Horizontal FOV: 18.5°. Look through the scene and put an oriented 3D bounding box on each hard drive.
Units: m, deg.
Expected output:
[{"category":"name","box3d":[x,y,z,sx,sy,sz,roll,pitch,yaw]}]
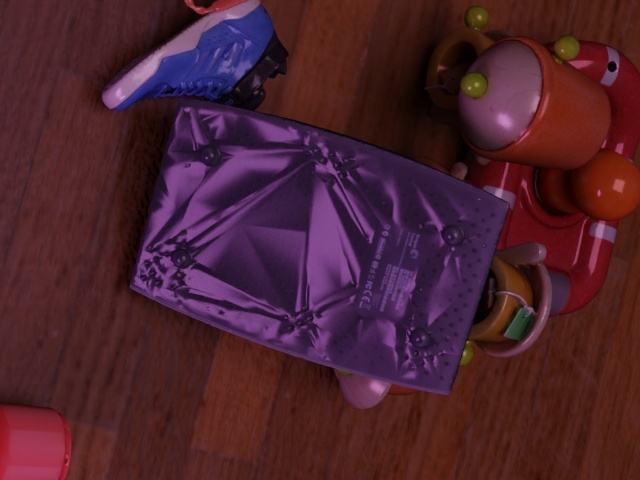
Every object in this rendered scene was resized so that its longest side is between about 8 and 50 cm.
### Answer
[{"category":"hard drive","box3d":[0.000,0.000,1.460,0.255,0.054,0.172,18,106,7]}]

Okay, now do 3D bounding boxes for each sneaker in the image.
[{"category":"sneaker","box3d":[-0.088,-0.120,1.488,0.152,0.058,0.084,-39,102,-29]}]

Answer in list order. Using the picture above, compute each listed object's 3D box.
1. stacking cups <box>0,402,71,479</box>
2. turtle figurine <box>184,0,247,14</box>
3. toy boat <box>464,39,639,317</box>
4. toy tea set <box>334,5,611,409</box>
[{"category":"stacking cups","box3d":[-0.326,0.130,1.355,0.316,0.096,0.096,4,91,-33]},{"category":"turtle figurine","box3d":[-0.059,-0.321,1.473,0.217,0.087,0.269,44,87,-14]},{"category":"toy boat","box3d":[0.207,-0.050,1.609,0.151,0.151,0.231,16,85,-30]},{"category":"toy tea set","box3d":[0.094,-0.023,1.523,0.124,0.200,0.336,17,90,-39]}]
